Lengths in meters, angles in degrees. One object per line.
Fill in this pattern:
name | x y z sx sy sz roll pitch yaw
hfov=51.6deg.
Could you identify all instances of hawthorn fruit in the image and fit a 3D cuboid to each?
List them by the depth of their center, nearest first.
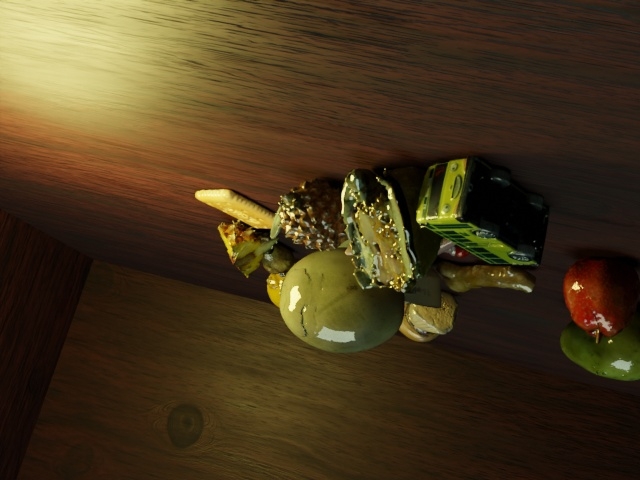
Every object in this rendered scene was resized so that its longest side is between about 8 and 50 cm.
hawthorn fruit | 0.624 0.123 1.482 0.173 0.179 0.173 -5 -170 1

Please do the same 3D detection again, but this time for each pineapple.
pineapple | -0.021 -0.061 1.479 0.166 0.166 0.193 2 159 44
pineapple | -0.233 -0.011 2.086 0.140 0.164 0.250 52 177 24

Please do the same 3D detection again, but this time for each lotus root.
lotus root | -0.155 0.051 2.243 0.108 0.095 0.191 -26 146 3

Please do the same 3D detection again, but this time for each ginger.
ginger | 0.452 0.102 1.807 0.298 0.065 0.118 -1 146 49

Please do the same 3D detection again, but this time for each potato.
potato | 0.820 0.285 1.861 0.215 0.216 0.304 19 177 -16

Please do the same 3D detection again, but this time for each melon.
melon | 0.050 0.151 1.691 0.329 0.269 0.268 1 164 11

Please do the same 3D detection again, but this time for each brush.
brush | 0.331 0.233 2.311 0.266 0.174 0.166 31 153 0

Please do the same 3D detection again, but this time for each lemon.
lemon | -0.094 0.179 2.474 0.256 0.189 0.188 23 165 -32

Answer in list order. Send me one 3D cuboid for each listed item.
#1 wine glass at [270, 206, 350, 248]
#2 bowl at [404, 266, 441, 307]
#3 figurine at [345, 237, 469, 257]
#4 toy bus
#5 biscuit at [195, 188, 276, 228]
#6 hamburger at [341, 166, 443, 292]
wine glass | 0.000 0.000 1.869 0.309 0.096 0.264 18 172 -16
bowl | 0.240 0.109 1.882 0.237 0.127 0.238 13 -179 0
figurine | 0.206 0.022 1.547 0.287 0.186 0.176 -3 -154 10
toy bus | 0.300 -0.048 1.230 0.262 0.128 0.150 25 163 -38
biscuit | -0.219 -0.084 1.869 0.160 0.030 0.249 2 161 44
hamburger | 0.151 -0.033 1.330 0.167 0.288 0.192 1 -155 32
